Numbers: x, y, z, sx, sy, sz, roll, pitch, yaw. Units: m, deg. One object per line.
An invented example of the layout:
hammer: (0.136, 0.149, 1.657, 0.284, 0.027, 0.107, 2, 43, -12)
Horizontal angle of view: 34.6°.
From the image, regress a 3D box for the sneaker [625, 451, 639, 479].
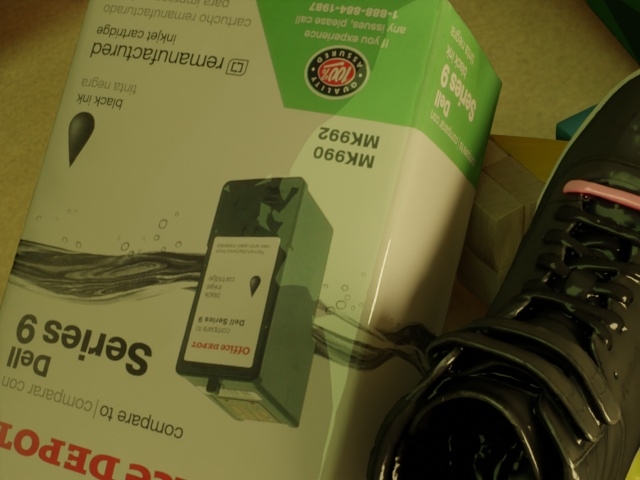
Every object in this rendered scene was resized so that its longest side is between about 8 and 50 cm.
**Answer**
sneaker: (0.154, 0.180, 0.544, 0.126, 0.091, 0.240, -35, 48, 11)

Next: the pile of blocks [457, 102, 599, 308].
pile of blocks: (0.236, 0.001, 0.603, 0.362, 0.112, 0.149, 12, 48, 21)

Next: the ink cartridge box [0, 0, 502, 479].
ink cartridge box: (-0.044, 0.018, 0.553, 0.211, 0.121, 0.289, 10, 81, 23)

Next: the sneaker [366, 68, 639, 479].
sneaker: (0.116, 0.038, 0.464, 0.104, 0.147, 0.296, 22, 84, 24)

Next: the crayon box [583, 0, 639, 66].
crayon box: (0.233, -0.260, 0.689, 0.202, 0.081, 0.318, -38, 78, -3)
